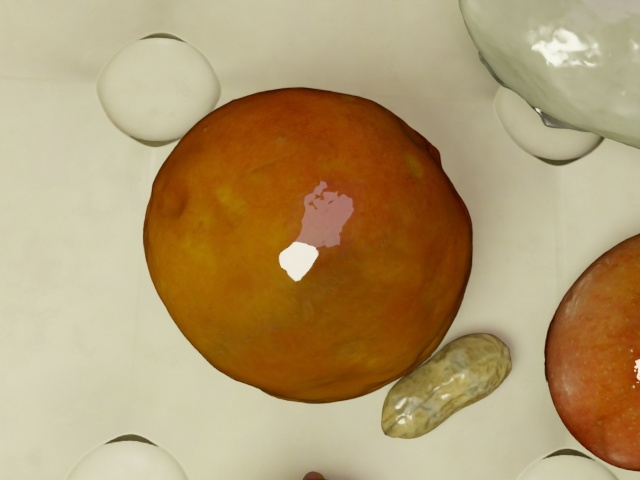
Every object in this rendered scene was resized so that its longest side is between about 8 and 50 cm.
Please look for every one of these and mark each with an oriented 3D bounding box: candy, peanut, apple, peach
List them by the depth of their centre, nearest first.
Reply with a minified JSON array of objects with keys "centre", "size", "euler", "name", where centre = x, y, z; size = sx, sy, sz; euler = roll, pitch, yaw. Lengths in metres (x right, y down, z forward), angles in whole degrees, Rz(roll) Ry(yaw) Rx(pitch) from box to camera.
[{"centre":[0.000,0.000,1.018],"size":[0.301,0.343,0.343],"euler":[-40,79,9],"name":"peach"},{"centre":[0.379,0.120,1.076],"size":[0.271,0.206,0.252],"euler":[-34,82,-13],"name":"apple"},{"centre":[0.140,0.163,1.112],"size":[0.174,0.080,0.080],"euler":[-33,79,-12],"name":"peanut"},{"centre":[0.379,-0.310,1.214],"size":[0.426,0.186,0.386],"euler":[9,78,3],"name":"candy"}]

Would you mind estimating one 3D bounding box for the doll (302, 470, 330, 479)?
[{"centre":[-0.027,0.322,0.972],"size":[0.166,0.269,0.162],"euler":[44,97,16],"name":"doll"}]
